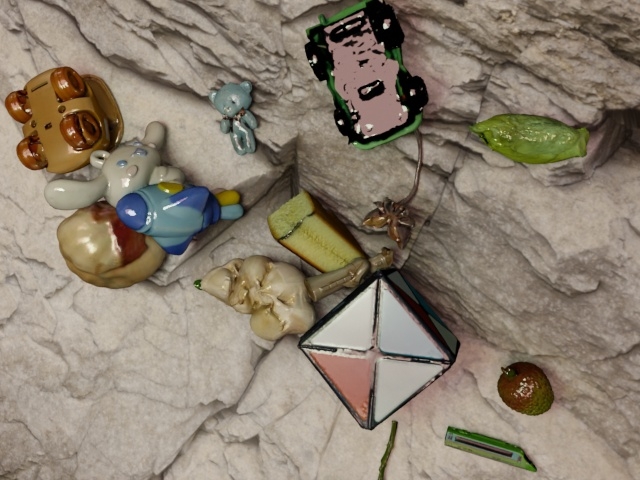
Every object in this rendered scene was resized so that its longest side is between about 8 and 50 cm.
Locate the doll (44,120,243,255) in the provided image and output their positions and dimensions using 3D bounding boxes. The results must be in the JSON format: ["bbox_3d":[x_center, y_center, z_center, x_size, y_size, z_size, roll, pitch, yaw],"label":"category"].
[{"bbox_3d":[-0.379,-0.117,1.379,0.365,0.187,0.376,33,59,2],"label":"doll"}]

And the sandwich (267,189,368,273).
[{"bbox_3d":[0.000,0.000,1.391,0.122,0.128,0.235,-41,125,12],"label":"sandwich"}]

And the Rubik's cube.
[{"bbox_3d":[0.135,0.228,1.297,0.246,0.248,0.250,-42,81,10],"label":"Rubik's cube"}]

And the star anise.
[{"bbox_3d":[0.189,-0.128,1.392,0.148,0.219,0.227,8,49,42],"label":"star anise"}]

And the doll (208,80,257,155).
[{"bbox_3d":[-0.213,-0.303,1.454,0.120,0.075,0.180,-11,89,17],"label":"doll"}]

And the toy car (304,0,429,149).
[{"bbox_3d":[0.103,-0.391,1.332,0.213,0.176,0.359,-23,90,14],"label":"toy car"}]

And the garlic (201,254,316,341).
[{"bbox_3d":[-0.131,0.120,1.387,0.281,0.203,0.185,37,81,14],"label":"garlic"}]

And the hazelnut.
[{"bbox_3d":[-0.529,0.003,1.487,0.261,0.261,0.241,-26,55,13],"label":"hazelnut"}]

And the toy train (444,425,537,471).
[{"bbox_3d":[0.392,0.474,1.343,0.209,0.044,0.042,13,93,13],"label":"toy train"}]

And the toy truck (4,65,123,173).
[{"bbox_3d":[-0.645,-0.307,1.494,0.204,0.211,0.288,-22,83,14],"label":"toy truck"}]

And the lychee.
[{"bbox_3d":[0.449,0.323,1.290,0.146,0.114,0.114,42,101,-12],"label":"lychee"}]

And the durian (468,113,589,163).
[{"bbox_3d":[0.445,-0.224,1.263,0.250,0.139,0.101,14,89,12],"label":"durian"}]

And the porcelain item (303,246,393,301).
[{"bbox_3d":[0.070,0.074,1.341,0.213,0.084,0.054,-22,111,-14],"label":"porcelain item"}]

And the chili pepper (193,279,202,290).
[{"bbox_3d":[-0.281,0.111,1.510,0.091,0.034,0.030,-10,56,15],"label":"chili pepper"}]

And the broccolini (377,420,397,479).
[{"bbox_3d":[0.150,0.539,1.414,0.044,0.042,0.218,10,89,-14],"label":"broccolini"}]
